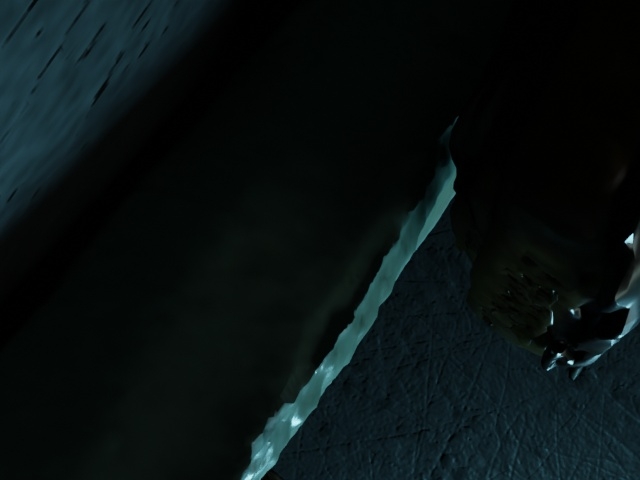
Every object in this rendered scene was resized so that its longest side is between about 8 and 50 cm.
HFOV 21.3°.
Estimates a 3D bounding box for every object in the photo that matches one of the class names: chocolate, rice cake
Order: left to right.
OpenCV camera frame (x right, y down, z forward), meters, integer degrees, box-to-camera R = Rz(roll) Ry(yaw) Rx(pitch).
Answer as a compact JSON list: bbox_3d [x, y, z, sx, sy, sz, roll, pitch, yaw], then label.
[{"bbox_3d":[-0.010,0.000,0.412,0.336,0.066,0.063,-52,163,-46],"label":"rice cake"},{"bbox_3d":[0.103,-0.123,0.435,0.102,0.065,0.329,99,14,-72],"label":"chocolate"}]

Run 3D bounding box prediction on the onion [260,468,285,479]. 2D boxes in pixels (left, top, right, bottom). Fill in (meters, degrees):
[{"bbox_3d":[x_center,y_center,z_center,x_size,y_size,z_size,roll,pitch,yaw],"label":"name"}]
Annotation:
[{"bbox_3d":[-0.072,0.170,0.642,0.198,0.135,0.173,-56,175,31],"label":"onion"}]
